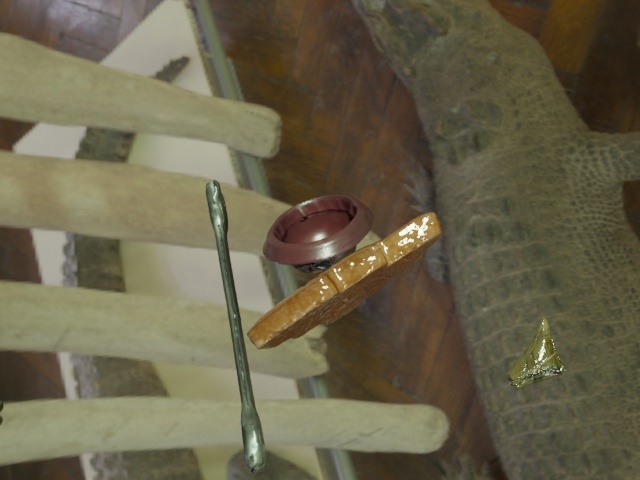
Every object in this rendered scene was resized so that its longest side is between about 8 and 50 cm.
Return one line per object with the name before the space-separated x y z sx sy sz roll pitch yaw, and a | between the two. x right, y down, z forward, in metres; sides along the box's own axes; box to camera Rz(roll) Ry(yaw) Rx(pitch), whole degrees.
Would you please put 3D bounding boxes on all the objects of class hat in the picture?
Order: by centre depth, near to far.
hat | 0.000 0.000 1.475 0.205 0.205 0.089 9 128 41

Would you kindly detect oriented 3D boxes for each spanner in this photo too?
spanner | -0.068 0.058 0.677 0.054 0.015 0.255 85 174 -58

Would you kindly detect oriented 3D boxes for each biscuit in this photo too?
biscuit | 0.020 0.062 1.123 0.043 0.306 0.284 57 137 10

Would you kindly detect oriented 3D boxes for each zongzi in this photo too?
zongzi | 0.283 0.152 1.181 0.076 0.040 0.083 -17 87 0

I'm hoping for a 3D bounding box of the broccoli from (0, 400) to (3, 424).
broccoli | -0.424 0.181 0.984 0.137 0.145 0.162 31 129 19
